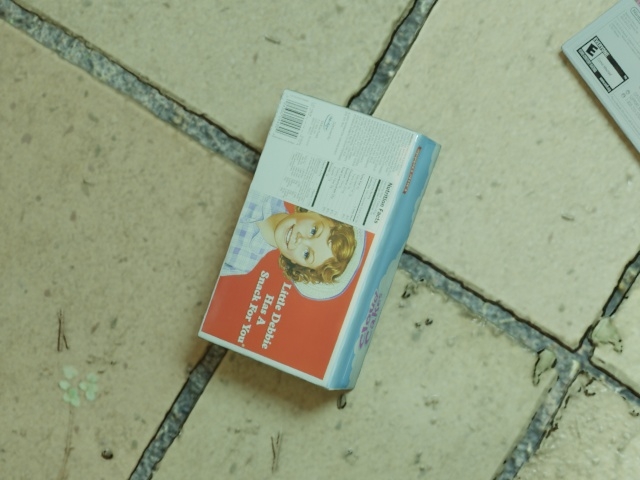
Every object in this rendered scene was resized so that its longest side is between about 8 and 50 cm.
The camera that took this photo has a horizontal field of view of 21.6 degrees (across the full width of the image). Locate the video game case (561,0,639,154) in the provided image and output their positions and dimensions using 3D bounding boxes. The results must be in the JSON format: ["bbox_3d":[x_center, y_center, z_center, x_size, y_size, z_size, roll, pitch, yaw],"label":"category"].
[{"bbox_3d":[0.364,-0.160,1.578,0.193,0.023,0.212,-38,73,13],"label":"video game case"}]

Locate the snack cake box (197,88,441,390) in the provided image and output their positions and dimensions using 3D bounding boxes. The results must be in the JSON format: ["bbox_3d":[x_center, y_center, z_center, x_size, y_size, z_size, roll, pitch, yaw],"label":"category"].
[{"bbox_3d":[0.000,0.000,1.658,0.152,0.089,0.264,21,92,19],"label":"snack cake box"}]
